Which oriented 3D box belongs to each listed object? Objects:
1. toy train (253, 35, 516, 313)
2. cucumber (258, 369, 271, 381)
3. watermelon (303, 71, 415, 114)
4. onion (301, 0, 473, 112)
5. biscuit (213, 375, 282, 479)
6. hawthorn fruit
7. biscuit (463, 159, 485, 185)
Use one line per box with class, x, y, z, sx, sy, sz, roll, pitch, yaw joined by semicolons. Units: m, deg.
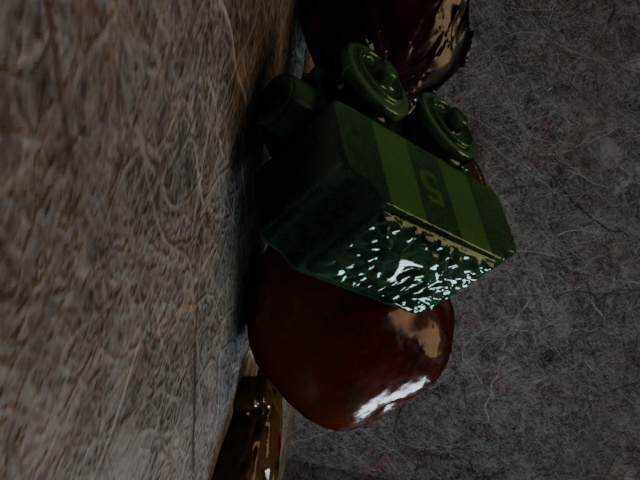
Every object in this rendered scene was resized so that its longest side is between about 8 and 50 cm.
toy train;0.068;-0.061;0.746;0.167;0.299;0.238;-39;-134;34
cucumber;-0.092;0.282;1.293;0.181;0.053;0.053;101;1;-48
watermelon;0.040;-0.167;1.205;0.201;0.213;0.261;-105;-154;-55
onion;0.082;-0.280;0.952;0.281;0.221;0.281;-173;-90;-86
biscuit;-0.105;0.361;1.055;0.394;0.070;0.350;-72;172;-69
hawthorn fruit;0.033;0.107;0.923;0.275;0.275;0.299;-75;-172;-60
biscuit;0.136;-0.104;1.389;0.314;0.367;0.063;-45;-167;12
